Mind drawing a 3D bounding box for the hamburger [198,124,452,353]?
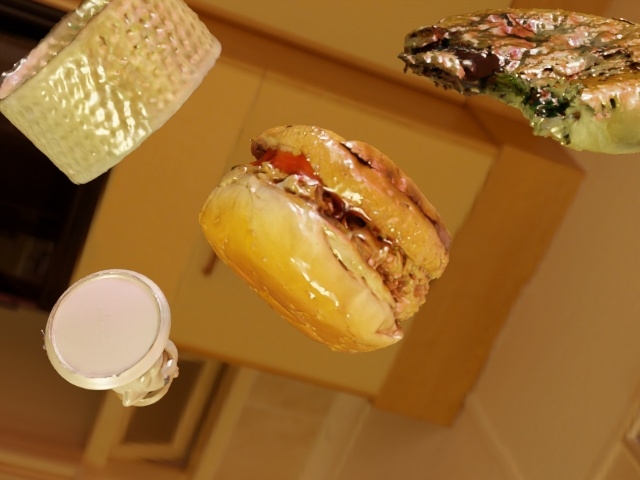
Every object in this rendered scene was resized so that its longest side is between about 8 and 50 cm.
[{"bbox_3d":[0.000,0.000,1.166,0.163,0.244,0.244,-57,-166,-15],"label":"hamburger"}]

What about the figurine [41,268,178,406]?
[{"bbox_3d":[-0.201,0.116,1.252,0.153,0.132,0.132,71,24,-61],"label":"figurine"}]

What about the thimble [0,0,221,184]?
[{"bbox_3d":[-0.264,-0.208,1.489,0.271,0.150,0.271,-37,-159,16],"label":"thimble"}]

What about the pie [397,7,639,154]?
[{"bbox_3d":[0.282,-0.198,1.401,0.371,0.296,0.078,28,-53,39],"label":"pie"}]
